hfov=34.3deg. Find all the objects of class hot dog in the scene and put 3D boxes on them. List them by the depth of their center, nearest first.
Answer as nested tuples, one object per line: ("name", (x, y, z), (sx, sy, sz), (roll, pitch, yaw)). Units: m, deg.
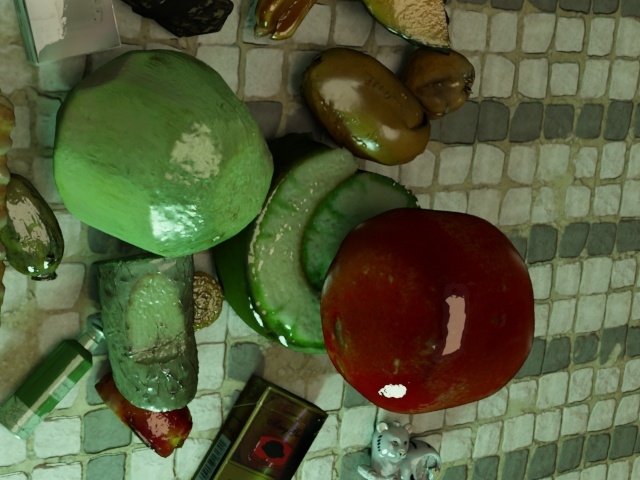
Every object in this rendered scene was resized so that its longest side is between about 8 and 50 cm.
("hot dog", (-0.035, -0.408, 1.639), (0.236, 0.062, 0.092), (-53, 141, -14))

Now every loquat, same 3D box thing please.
("loquat", (0.203, -0.273, 1.789), (0.137, 0.137, 0.113), (-56, 135, -6))

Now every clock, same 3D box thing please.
("clock", (0.164, 0.410, 2.002), (0.176, 0.080, 0.117), (17, 94, -33))

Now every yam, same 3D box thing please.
("yam", (-0.261, 0.120, 1.584), (0.154, 0.154, 0.254), (-15, 117, -28))

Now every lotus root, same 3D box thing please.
("lotus root", (-0.426, -0.020, 1.503), (0.089, 0.080, 0.179), (-27, 113, -20))

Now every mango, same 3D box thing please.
("mango", (0.071, -0.215, 1.714), (0.248, 0.156, 0.151), (35, 114, -27))

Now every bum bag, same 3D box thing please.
("bum bag", (-0.225, -0.354, 1.486), (0.248, 0.102, 0.069), (17, 68, -53))

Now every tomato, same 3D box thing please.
("tomato", (0.170, 0.112, 1.633), (0.293, 0.290, 0.325), (8, 90, -34))

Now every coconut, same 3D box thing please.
("coconut", (-0.237, -0.131, 1.468), (0.328, 0.328, 0.281), (15, 103, -34))

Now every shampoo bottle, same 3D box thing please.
("shampoo bottle", (-0.407, 0.212, 1.598), (0.204, 0.065, 0.065), (-48, 123, -11))

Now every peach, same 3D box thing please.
("peach", (-0.276, 0.268, 1.678), (0.092, 0.127, 0.172), (-41, 97, -6))

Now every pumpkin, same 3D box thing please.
("pumpkin", (0.120, -0.450, 1.704), (0.148, 0.169, 0.312), (-9, 102, -1))

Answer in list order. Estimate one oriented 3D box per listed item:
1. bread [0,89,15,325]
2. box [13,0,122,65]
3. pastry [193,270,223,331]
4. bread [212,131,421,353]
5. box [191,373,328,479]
("bread", (-0.590, -0.045, 1.275), (0.390, 0.279, 0.371), (-2, 107, -32))
("box", (-0.360, -0.326, 1.471), (0.129, 0.051, 0.130), (-19, 115, -27))
("pastry", (-0.209, 0.100, 1.692), (0.097, 0.057, 0.109), (5, 99, -27))
("bread", (0.000, 0.000, 1.746), (0.366, 0.129, 0.382), (-22, 114, -28))
("box", (-0.108, 0.374, 1.828), (0.159, 0.071, 0.240), (33, 87, -33))
